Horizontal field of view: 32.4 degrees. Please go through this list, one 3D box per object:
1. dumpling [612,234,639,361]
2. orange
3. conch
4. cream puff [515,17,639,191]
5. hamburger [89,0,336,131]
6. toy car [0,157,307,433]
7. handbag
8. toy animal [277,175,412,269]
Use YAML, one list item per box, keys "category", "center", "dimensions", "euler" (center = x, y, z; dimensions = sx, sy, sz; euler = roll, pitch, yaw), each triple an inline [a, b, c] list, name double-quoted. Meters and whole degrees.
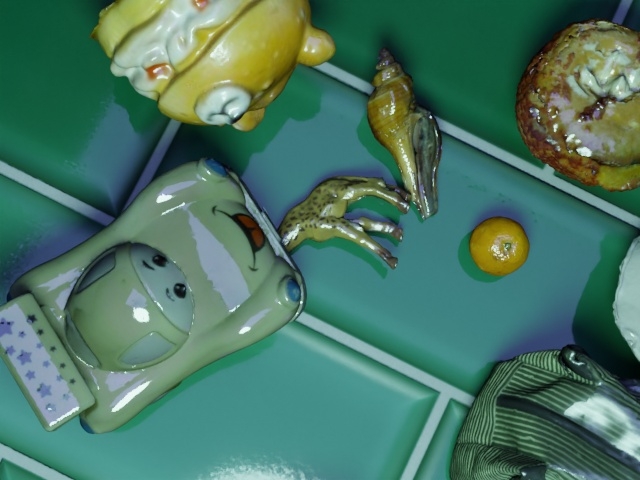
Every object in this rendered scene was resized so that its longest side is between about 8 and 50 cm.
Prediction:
- category: "dumpling"
  center: [0.554, 0.059, 1.471]
  dimensions: [0.341, 0.181, 0.260]
  euler: [-41, 69, 6]
- category: "orange"
  center: [0.243, 0.008, 1.498]
  dimensions: [0.083, 0.083, 0.084]
  euler: [1, 80, -4]
- category: "conch"
  center: [0.119, -0.151, 1.522]
  dimensions: [0.086, 0.080, 0.233]
  euler: [-28, 108, 4]
- category: "cream puff"
  center: [0.379, -0.177, 1.499]
  dimensions: [0.240, 0.164, 0.240]
  euler: [4, 64, -9]
- category: "hamburger"
  center: [-0.132, -0.264, 1.434]
  dimensions: [0.276, 0.276, 0.237]
  euler: [-42, 96, -10]
- category: "toy car"
  center: [-0.213, 0.069, 1.358]
  dimensions: [0.336, 0.226, 0.242]
  euler: [-33, 84, 9]
- category: "handbag"
  center: [0.350, 0.288, 1.380]
  dimensions: [0.340, 0.240, 0.247]
  euler: [33, 79, 3]
- category: "toy animal"
  center: [-0.003, -0.009, 1.493]
  dimensions: [0.275, 0.054, 0.149]
  euler: [-13, 79, -5]
